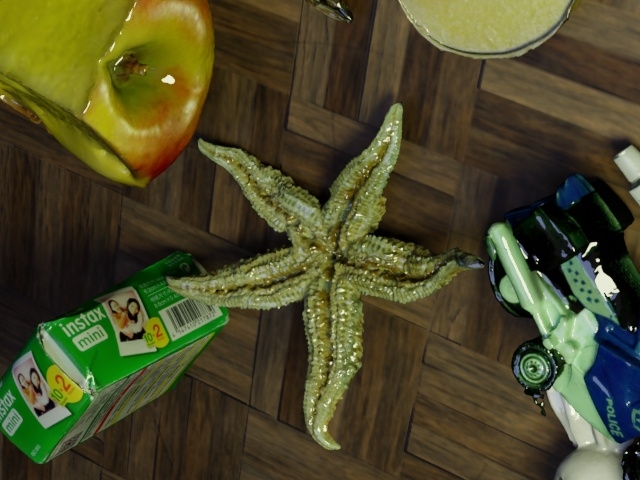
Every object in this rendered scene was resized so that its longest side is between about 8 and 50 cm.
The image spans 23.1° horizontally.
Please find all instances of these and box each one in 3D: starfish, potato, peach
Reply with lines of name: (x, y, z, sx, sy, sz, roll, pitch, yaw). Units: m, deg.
starfish: (0.001, -0.001, 1.584, 0.347, 0.078, 0.358, -50, 60, 29)
potato: (0.157, -0.250, 1.367, 0.200, 0.081, 0.164, -26, 105, 43)
peach: (-0.265, -0.225, 1.548, 0.380, 0.306, 0.242, 23, 80, 26)

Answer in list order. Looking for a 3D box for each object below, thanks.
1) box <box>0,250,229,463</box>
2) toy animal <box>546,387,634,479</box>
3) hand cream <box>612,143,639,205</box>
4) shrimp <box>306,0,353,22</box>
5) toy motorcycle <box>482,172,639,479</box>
box: (-0.228, 0.126, 1.703, 0.103, 0.250, 0.180, 50, 131, 12)
toy animal: (0.263, 0.218, 1.502, 0.104, 0.131, 0.220, -4, 108, 51)
hand cream: (0.341, -0.002, 1.397, 0.216, 0.038, 0.052, 48, 154, -3)
shrimp: (-0.061, -0.258, 1.464, 0.195, 0.148, 0.035, 47, 128, 3)
toy motorcycle: (0.282, 0.094, 1.395, 0.196, 0.125, 0.331, -39, 80, 36)
